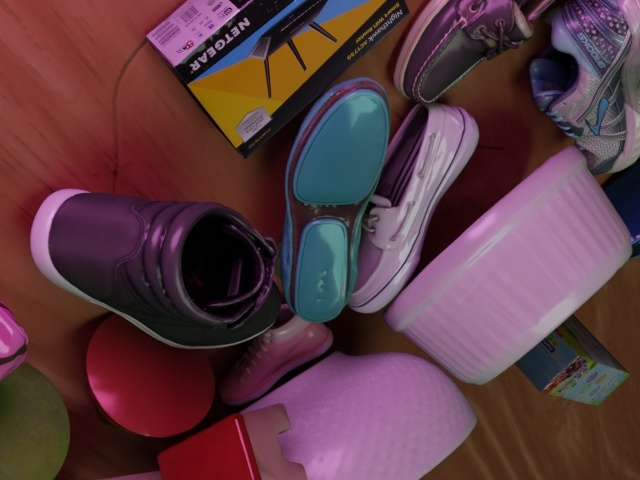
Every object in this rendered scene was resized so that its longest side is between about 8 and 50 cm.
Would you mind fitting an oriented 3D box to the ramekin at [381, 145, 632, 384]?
[{"bbox_3d":[0.205,0.036,1.122,0.273,0.127,0.273,-41,172,-7],"label":"ramekin"}]

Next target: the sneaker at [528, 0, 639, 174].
[{"bbox_3d":[0.270,-0.161,1.103,0.122,0.110,0.283,-15,147,-1],"label":"sneaker"}]

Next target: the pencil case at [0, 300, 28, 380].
[{"bbox_3d":[-0.284,0.124,0.737,0.209,0.098,0.095,-61,-165,-24],"label":"pencil case"}]

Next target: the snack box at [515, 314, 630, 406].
[{"bbox_3d":[0.281,0.118,1.346,0.070,0.174,0.207,-47,149,13],"label":"snack box"}]

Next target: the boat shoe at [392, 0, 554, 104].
[{"bbox_3d":[0.156,-0.202,0.928,0.223,0.073,0.080,-48,148,8],"label":"boat shoe"}]

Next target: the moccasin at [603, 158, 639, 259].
[{"bbox_3d":[0.491,-0.096,1.396,0.342,0.138,0.117,-32,154,9],"label":"moccasin"}]

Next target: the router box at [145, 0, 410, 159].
[{"bbox_3d":[-0.026,-0.162,0.802,0.179,0.046,0.133,-42,148,-2],"label":"router box"}]

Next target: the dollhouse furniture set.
[{"bbox_3d":[-0.176,0.306,0.923,0.374,0.201,0.152,-32,158,32],"label":"dollhouse furniture set"}]

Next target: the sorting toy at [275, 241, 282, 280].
[{"bbox_3d":[0.000,0.000,1.028,0.102,0.061,0.042,-47,-169,20],"label":"sorting toy"}]

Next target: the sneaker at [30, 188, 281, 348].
[{"bbox_3d":[-0.081,0.039,0.864,0.295,0.146,0.105,29,73,-56],"label":"sneaker"}]

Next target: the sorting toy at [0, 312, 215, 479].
[{"bbox_3d":[-0.267,0.167,0.896,0.365,0.127,0.126,-17,163,-38],"label":"sorting toy"}]

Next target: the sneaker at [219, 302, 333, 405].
[{"bbox_3d":[-0.059,0.110,1.089,0.134,0.051,0.070,-33,126,7],"label":"sneaker"}]

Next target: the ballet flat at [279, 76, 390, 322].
[{"bbox_3d":[0.002,-0.044,0.932,0.083,0.087,0.247,0,125,-14],"label":"ballet flat"}]

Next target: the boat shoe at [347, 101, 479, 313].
[{"bbox_3d":[0.065,-0.036,1.036,0.075,0.083,0.226,16,105,-41],"label":"boat shoe"}]

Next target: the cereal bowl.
[{"bbox_3d":[-0.012,0.216,1.121,0.339,0.141,0.339,-32,174,-3],"label":"cereal bowl"}]
